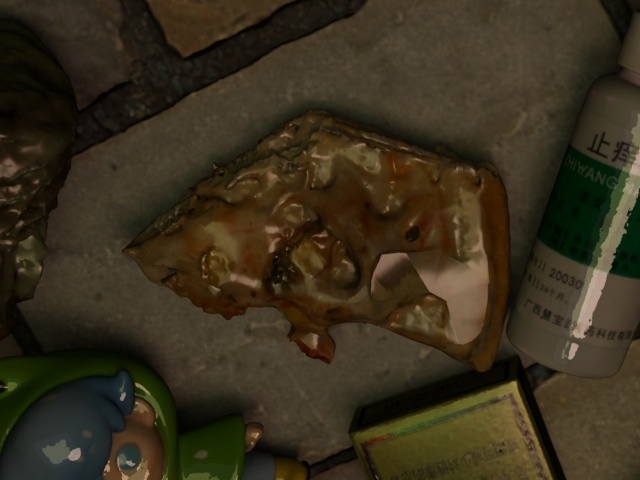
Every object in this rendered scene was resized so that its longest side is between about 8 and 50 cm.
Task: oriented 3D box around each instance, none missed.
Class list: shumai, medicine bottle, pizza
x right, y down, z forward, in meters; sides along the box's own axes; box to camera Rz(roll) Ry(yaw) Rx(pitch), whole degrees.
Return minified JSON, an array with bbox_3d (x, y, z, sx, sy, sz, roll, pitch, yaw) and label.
[{"bbox_3d":[-0.297,-0.035,1.155,0.255,0.189,0.218,-14,120,-4],"label":"shumai"},{"bbox_3d":[0.214,-0.033,1.104,0.095,0.095,0.260,17,105,4],"label":"medicine bottle"},{"bbox_3d":[0.000,0.000,1.154,0.296,0.071,0.189,12,106,6],"label":"pizza"}]

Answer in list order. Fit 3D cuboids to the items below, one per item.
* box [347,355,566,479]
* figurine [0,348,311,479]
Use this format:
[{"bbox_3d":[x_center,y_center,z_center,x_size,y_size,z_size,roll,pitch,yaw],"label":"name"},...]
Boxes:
[{"bbox_3d":[0.127,0.217,1.196,0.140,0.064,0.220,-19,102,12],"label":"box"},{"bbox_3d":[-0.145,0.174,1.192,0.263,0.143,0.162,16,114,-14],"label":"figurine"}]
